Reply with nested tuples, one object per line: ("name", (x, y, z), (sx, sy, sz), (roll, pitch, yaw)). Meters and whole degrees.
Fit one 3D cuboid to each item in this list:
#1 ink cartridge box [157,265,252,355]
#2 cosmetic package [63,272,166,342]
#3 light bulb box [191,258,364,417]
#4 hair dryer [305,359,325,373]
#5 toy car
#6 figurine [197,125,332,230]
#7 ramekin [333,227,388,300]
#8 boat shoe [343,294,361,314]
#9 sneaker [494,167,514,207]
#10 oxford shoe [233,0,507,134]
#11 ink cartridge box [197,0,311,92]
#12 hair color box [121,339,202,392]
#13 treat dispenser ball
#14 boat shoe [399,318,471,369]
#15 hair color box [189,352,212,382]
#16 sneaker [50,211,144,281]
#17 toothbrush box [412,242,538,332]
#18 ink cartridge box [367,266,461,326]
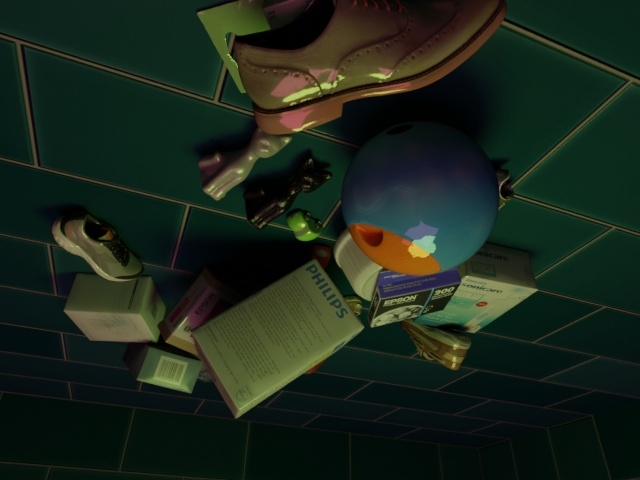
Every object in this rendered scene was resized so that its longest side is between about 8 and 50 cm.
("ink cartridge box", (-0.332, 0.223, 1.421), (0.234, 0.088, 0.193), (-51, 133, 1))
("cosmetic package", (-0.633, 0.217, 1.491), (0.225, 0.138, 0.224), (4, 145, 0))
("light bulb box", (-0.126, 0.276, 1.286), (0.361, 0.225, 0.358), (-30, 166, -22))
("hair dryer", (-0.023, 0.362, 1.659), (0.080, 0.223, 0.293), (27, -177, 32))
("toy car", (0.000, 0.000, 1.217), (0.239, 0.053, 0.225), (-25, 138, 33))
("figurine", (-0.115, -0.142, 1.001), (0.209, 0.092, 0.215), (-29, 135, 26))
("ramekin", (0.176, 0.042, 1.145), (0.273, 0.127, 0.272), (-13, 147, -8))
("boat shoe", (0.039, 0.226, 1.529), (0.190, 0.072, 0.068), (-14, 143, 22))
("sneaker", (0.387, -0.089, 1.057), (0.086, 0.064, 0.192), (-7, 142, 21))
("oxford shoe", (0.074, -0.286, 0.654), (0.397, 0.140, 0.146), (-27, 135, -3))
("ink cartridge box", (-0.058, -0.312, 0.766), (0.235, 0.056, 0.171), (-10, 144, 14))
("hair color box", (-0.566, 0.422, 1.673), (0.185, 0.113, 0.374), (25, 165, -26))
("treat dispenser ball", (0.183, -0.078, 0.891), (0.288, 0.288, 0.288), (1, 146, 1))
("boat shoe", (0.339, 0.314, 1.492), (0.123, 0.116, 0.324), (12, -179, -17))
("hair color box", (-0.311, 0.382, 1.685), (0.347, 0.173, 0.105), (-20, 140, 30))
("sneaker", (-0.558, 0.022, 1.239), (0.108, 0.100, 0.271), (-19, 141, 18))
("toothbrush box", (0.416, 0.135, 1.335), (0.217, 0.126, 0.295), (12, 143, -15))
("ink cartridge box", (0.226, 0.126, 1.137), (0.206, 0.045, 0.208), (-11, 145, -12))
